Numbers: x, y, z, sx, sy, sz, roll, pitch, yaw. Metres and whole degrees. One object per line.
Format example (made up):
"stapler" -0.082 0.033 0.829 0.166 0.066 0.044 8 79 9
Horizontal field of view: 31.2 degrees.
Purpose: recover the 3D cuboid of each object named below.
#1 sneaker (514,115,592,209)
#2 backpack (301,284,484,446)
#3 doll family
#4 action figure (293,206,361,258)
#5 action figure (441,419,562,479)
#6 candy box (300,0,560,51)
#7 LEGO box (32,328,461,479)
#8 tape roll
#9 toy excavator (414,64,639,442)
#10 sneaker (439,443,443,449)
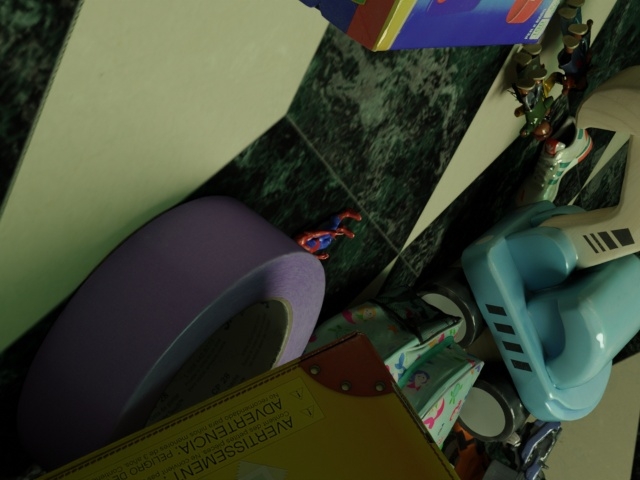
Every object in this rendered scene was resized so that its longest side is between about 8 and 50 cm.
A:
"sneaker" 0.328 -0.112 1.658 0.161 0.057 0.075 -50 143 -7
"backpack" 0.054 0.184 1.339 0.253 0.191 0.225 -10 131 -54
"doll family" 0.281 -0.199 1.364 0.193 0.076 0.111 -43 138 -16
"action figure" 0.000 0.000 1.139 0.115 0.030 0.038 -27 152 -48
"action figure" 0.304 0.367 1.944 0.341 0.330 0.178 -53 158 -1
"candy box" 0.124 -0.282 0.825 0.317 0.122 0.268 -16 138 -57
"LEGO box" -0.094 0.340 0.772 0.500 0.372 0.193 -23 149 -19
"tape roll" -0.117 0.100 0.952 0.275 0.090 0.275 -45 159 -23
"toy excavator" 0.338 0.025 1.490 0.445 0.433 0.222 -15 -166 45
"sneaker" 0.075 0.362 1.769 0.343 0.134 0.146 -53 168 23
